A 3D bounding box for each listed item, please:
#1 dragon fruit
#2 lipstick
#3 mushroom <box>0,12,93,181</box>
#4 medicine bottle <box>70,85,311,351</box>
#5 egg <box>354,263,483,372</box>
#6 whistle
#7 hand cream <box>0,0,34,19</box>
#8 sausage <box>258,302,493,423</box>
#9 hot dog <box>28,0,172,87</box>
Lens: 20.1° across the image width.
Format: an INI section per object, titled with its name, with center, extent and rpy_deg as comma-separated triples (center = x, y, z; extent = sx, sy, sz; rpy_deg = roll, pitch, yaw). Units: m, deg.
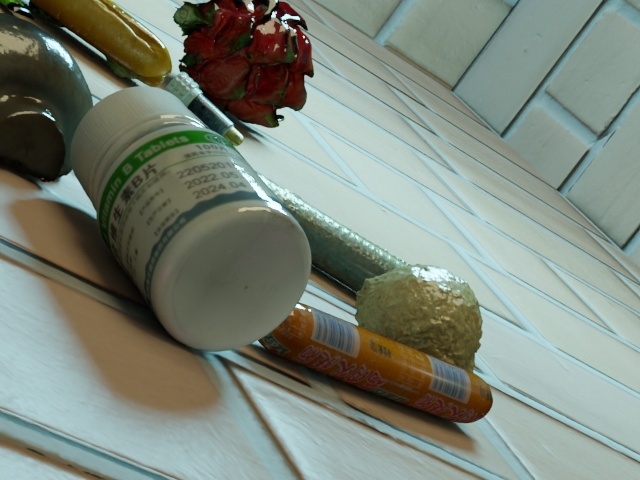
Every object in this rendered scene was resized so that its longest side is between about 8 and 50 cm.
[dragon fruit]
center = -0.095, -0.240, 2.347
extent = 0.182, 0.182, 0.188
rpy_deg = 39, 13, 12
[lipstick]
center = -0.138, -0.157, 2.225
extent = 0.116, 0.037, 0.037
rpy_deg = 43, 12, 6
[mushroom]
center = -0.274, -0.135, 1.562
extent = 0.188, 0.117, 0.141
rpy_deg = 18, 10, -46
[medicine bottle]
center = -0.114, -0.026, 1.491
extent = 0.139, 0.139, 0.237
rpy_deg = 27, 16, -41
[egg]
center = 0.100, 0.081, 1.794
extent = 0.140, 0.118, 0.116
rpy_deg = 21, -26, -27
[whistle]
center = -0.001, 0.001, 1.936
extent = 0.326, 0.057, 0.068
rpy_deg = 33, 24, -19
[hand cream]
center = -0.374, -0.293, 2.084
extent = 0.122, 0.023, 0.036
rpy_deg = 43, 12, 29
[sausage]
center = 0.055, 0.114, 1.652
extent = 0.348, 0.053, 0.053
rpy_deg = 24, 17, -46
[hot dog]
center = -0.282, -0.268, 2.150
extent = 0.249, 0.068, 0.100
rpy_deg = 37, -2, -8
